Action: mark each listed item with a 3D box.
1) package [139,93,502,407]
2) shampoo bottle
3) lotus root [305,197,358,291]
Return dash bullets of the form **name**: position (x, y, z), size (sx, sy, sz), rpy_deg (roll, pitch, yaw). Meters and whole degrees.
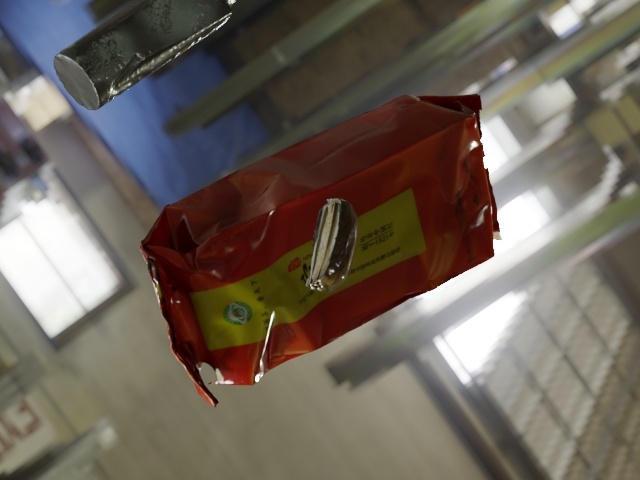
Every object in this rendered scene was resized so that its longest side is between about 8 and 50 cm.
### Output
- **package**: position (0.001, 0.000, 1.889), size (0.424, 0.196, 0.123), rpy_deg (-28, -149, -25)
- **shampoo bottle**: position (-0.124, -0.184, 1.501), size (0.208, 0.063, 0.057), rpy_deg (-38, -164, -27)
- **lotus root**: position (0.014, 0.004, 1.484), size (0.037, 0.030, 0.083), rpy_deg (-27, -136, 50)
